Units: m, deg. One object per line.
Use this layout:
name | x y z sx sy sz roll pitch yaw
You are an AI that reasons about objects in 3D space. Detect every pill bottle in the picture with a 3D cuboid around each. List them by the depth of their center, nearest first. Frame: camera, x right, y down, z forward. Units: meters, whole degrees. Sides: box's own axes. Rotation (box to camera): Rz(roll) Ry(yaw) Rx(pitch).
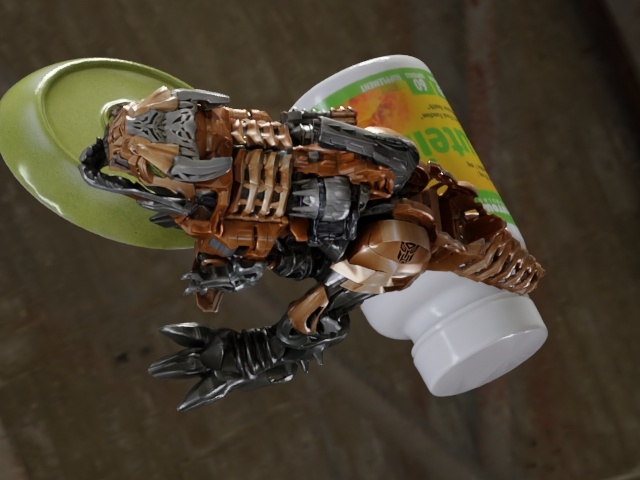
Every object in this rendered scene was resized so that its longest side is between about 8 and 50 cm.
pill bottle | 0.076 -0.009 1.410 0.136 0.136 0.245 -8 -118 -41

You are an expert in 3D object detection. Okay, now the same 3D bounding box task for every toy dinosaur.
toy dinosaur | 0.000 0.000 1.063 0.322 0.218 0.164 34 -130 -23

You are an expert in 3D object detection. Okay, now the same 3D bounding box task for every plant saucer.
plant saucer | -0.164 -0.088 1.593 0.241 0.037 0.241 17 -143 -14
